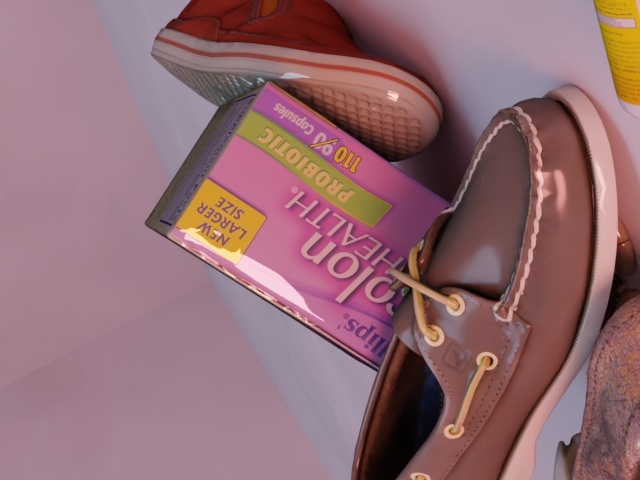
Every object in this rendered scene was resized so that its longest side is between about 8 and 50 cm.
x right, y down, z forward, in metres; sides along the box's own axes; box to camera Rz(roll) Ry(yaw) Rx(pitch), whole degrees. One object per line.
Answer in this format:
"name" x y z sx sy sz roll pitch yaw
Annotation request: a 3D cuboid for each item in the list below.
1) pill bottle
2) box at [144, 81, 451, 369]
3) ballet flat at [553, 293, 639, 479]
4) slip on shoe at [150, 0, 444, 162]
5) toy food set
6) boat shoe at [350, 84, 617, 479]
"pill bottle" 0.132 -0.076 0.507 0.043 0.043 0.083 47 161 59
"box" 0.000 0.000 0.941 0.213 0.117 0.243 33 176 -10
"ballet flat" 0.176 0.132 0.716 0.316 0.107 0.106 91 160 -53
"slip on shoe" -0.018 -0.138 0.976 0.123 0.101 0.331 38 174 -34
"toy food set" 0.156 0.022 0.723 0.122 0.019 0.078 63 171 -2
"boat shoe" 0.083 0.051 0.730 0.109 0.091 0.305 -111 24 -47
